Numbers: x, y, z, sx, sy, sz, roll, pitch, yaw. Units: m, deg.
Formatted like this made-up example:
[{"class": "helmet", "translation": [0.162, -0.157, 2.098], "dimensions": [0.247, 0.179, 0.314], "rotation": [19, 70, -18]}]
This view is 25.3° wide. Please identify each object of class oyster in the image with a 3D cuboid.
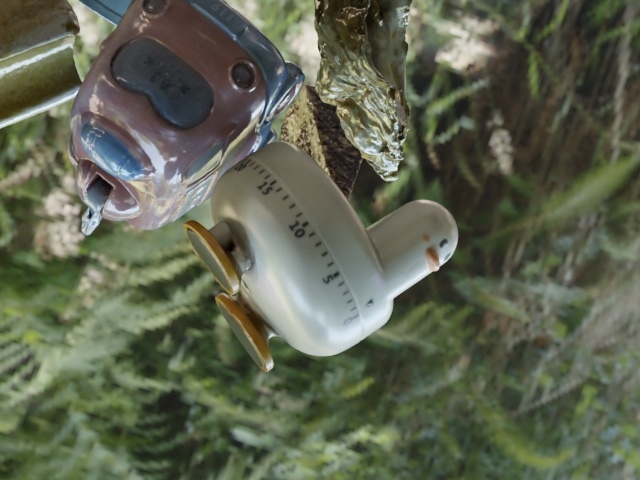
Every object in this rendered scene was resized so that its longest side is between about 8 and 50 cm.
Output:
[{"class": "oyster", "translation": [0.049, -0.230, 1.640], "dimensions": [0.110, 0.341, 0.166], "rotation": [7, -140, 15]}]

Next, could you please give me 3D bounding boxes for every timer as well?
[{"class": "timer", "translation": [0.000, 0.000, 1.503], "dimensions": [0.233, 0.240, 0.233], "rotation": [54, 167, 18]}]

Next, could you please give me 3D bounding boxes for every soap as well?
[{"class": "soap", "translation": [-0.480, -0.233, 1.616], "dimensions": [0.335, 0.156, 0.293], "rotation": [-25, -125, -27]}]

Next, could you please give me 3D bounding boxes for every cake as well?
[{"class": "cake", "translation": [-0.007, -0.114, 2.091], "dimensions": [0.135, 0.246, 0.112], "rotation": [22, 141, -3]}]

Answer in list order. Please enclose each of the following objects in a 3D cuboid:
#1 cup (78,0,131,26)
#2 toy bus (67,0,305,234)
[{"class": "cup", "translation": [-0.190, -0.454, 1.836], "dimensions": [0.256, 0.311, 0.331], "rotation": [29, -161, -25]}, {"class": "toy bus", "translation": [-0.172, -0.132, 1.561], "dimensions": [0.197, 0.232, 0.294], "rotation": [40, 152, 3]}]
